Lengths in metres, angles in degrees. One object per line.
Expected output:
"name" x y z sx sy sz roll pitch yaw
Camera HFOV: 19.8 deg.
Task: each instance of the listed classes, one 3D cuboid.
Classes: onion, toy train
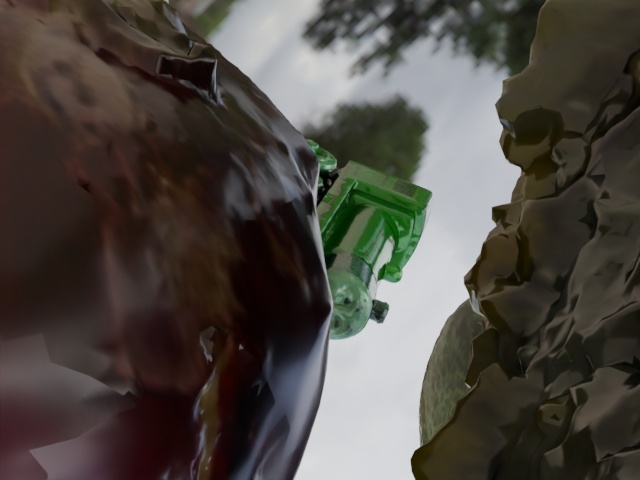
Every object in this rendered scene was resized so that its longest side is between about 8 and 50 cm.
"onion" -0.215 0.073 0.670 0.398 0.398 0.420 -69 -176 -66
"toy train" 0.000 0.000 1.160 0.251 0.119 0.085 -60 171 -72

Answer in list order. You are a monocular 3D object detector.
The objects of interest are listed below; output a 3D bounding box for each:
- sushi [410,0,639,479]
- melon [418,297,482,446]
"sushi" 0.196 0.031 0.574 0.351 0.240 0.396 -36 -157 42
"melon" 0.185 0.200 1.391 0.226 0.343 0.331 -35 -160 4
